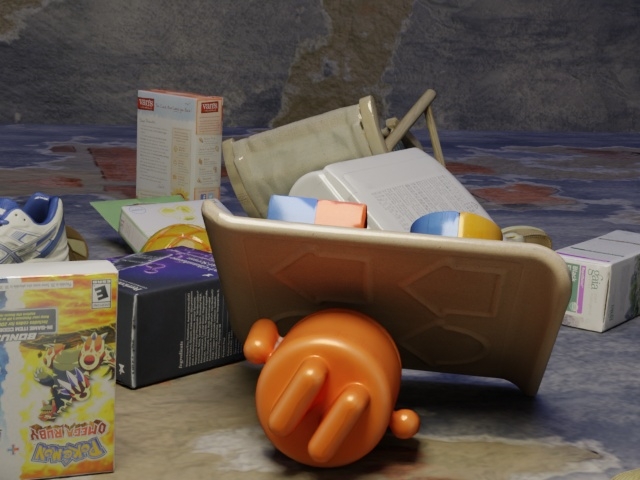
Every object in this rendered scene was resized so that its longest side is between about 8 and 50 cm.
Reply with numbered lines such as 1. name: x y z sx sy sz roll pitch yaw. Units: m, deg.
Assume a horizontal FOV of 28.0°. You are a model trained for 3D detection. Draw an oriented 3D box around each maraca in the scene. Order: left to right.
1. maraca: -0.175 0.045 1.683 0.127 0.099 0.185 -10 39 -12

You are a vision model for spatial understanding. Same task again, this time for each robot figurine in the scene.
1. robot figurine: 0.012 0.136 1.206 0.158 0.128 0.219 -5 9 9

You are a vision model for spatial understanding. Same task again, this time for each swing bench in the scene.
1. swing bench: 0.034 -0.112 1.926 0.253 0.165 0.255 -14 2 29

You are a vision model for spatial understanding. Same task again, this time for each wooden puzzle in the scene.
1. wooden puzzle: 0.066 0.047 1.298 0.348 0.080 0.322 10 -25 7

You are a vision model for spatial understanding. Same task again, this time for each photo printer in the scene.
1. photo printer: 0.123 0.002 1.640 0.256 0.107 0.307 51 30 13

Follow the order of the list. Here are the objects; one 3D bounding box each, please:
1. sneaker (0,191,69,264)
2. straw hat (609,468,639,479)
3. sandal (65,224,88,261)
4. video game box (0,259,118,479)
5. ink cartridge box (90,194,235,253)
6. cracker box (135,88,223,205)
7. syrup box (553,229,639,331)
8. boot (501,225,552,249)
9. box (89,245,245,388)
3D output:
1. sneaker: -0.447 0.010 1.695 0.112 0.131 0.296 10 16 23
2. straw hat: 0.318 0.199 1.123 0.145 0.061 0.144 3 12 -1
3. sandal: -0.427 0.016 1.858 0.180 0.072 0.049 -8 -6 -27
4. video game box: -0.277 0.115 1.093 0.205 0.187 0.048 -2 16 -21
5. ink cartridge box: -0.239 -0.037 2.015 0.171 0.056 0.235 -6 32 -33
6. cracker box: -0.243 -0.138 2.199 0.156 0.232 0.067 14 17 42
7. syrup box: 0.399 0.052 1.766 0.096 0.093 0.237 12 15 35
8. boot: 0.295 0.037 1.862 0.213 0.077 0.165 -12 17 -33
9. box: -0.184 0.082 1.462 0.153 0.108 0.207 13 15 39
